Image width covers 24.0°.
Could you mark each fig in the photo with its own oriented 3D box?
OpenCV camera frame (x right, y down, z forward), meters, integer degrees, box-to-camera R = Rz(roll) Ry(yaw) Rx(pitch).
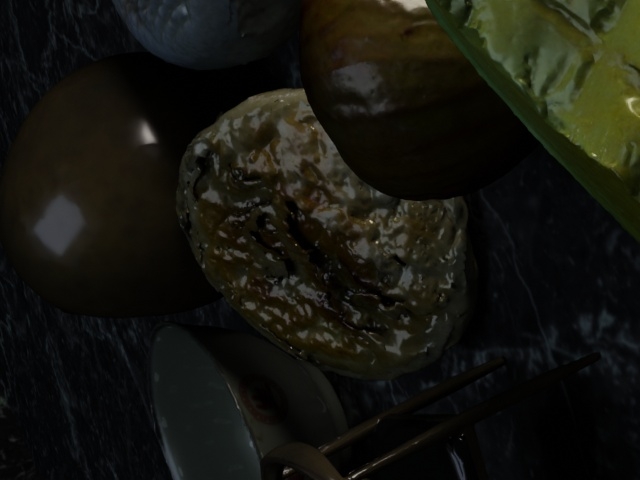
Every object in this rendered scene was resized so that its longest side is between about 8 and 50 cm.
[{"bbox_3d":[0.137,-0.134,1.096,0.321,0.217,0.217,3,110,42],"label":"fig"}]

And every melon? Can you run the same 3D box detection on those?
[{"bbox_3d":[0.186,-0.126,0.944,0.323,0.124,0.196,44,112,21],"label":"melon"}]

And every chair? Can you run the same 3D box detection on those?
[{"bbox_3d":[0.102,0.213,1.260,0.188,0.272,0.166,-13,93,66],"label":"chair"}]

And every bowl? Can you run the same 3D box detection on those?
[{"bbox_3d":[-0.065,0.233,1.757,0.337,0.158,0.337,45,145,46],"label":"bowl"}]

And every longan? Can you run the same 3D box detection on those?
[{"bbox_3d":[-0.197,-0.056,1.659,0.319,0.319,0.319,43,142,47],"label":"longan"}]

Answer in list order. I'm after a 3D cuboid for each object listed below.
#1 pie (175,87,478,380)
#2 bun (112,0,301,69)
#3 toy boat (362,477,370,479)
[{"bbox_3d":[0.000,0.000,1.435,0.339,0.077,0.339,18,128,24],"label":"pie"},{"bbox_3d":[-0.099,-0.326,1.428,0.354,0.194,0.354,41,138,52],"label":"bun"},{"bbox_3d":[0.167,0.390,1.411,0.445,0.136,0.162,50,134,41],"label":"toy boat"}]
